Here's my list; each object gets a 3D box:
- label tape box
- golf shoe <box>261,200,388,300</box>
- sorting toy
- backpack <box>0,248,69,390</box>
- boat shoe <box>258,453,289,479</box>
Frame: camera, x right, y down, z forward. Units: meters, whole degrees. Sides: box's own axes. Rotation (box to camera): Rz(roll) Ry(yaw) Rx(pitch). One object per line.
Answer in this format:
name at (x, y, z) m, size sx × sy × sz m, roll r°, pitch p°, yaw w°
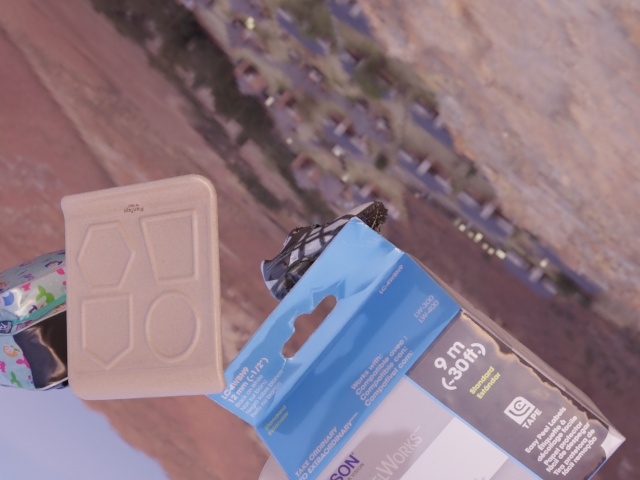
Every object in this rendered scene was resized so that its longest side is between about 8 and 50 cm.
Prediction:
label tape box at (0.095, 0.180, 1.238) m, size 0.347 × 0.249 × 0.115 m, roll 38°, pitch -172°, yaw -18°
golf shoe at (0.000, 0.000, 1.671) m, size 0.094 × 0.198 × 0.077 m, roll 46°, pitch 172°, yaw 38°
sorting toy at (-0.172, 0.049, 1.195) m, size 0.193 × 0.208 × 0.038 m, roll -7°, pitch 176°, yaw 32°
backpack at (-0.391, 0.118, 1.769) m, size 0.253 × 0.225 × 0.191 m, roll -17°, pitch 98°, yaw 54°
boat shoe at (0.054, 0.232, 1.559) m, size 0.127 × 0.340 × 0.158 m, roll 29°, pitch 162°, yaw 32°
